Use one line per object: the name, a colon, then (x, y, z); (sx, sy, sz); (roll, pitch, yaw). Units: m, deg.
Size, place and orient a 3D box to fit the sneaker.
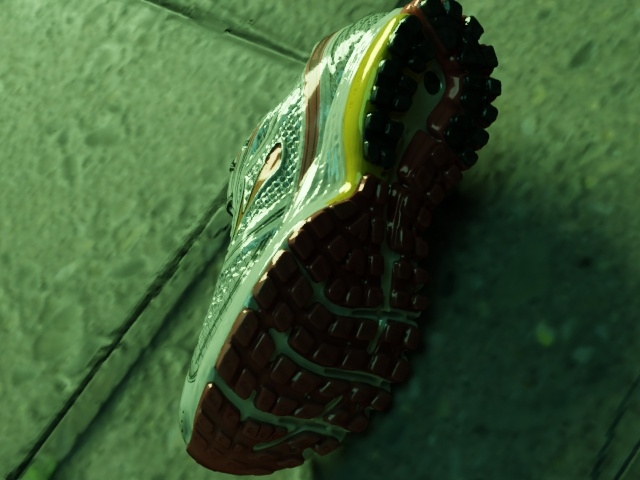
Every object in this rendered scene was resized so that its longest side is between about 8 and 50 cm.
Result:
sneaker: (0.000, 0.000, 0.790); (0.092, 0.088, 0.225); (-1, 56, 51)
